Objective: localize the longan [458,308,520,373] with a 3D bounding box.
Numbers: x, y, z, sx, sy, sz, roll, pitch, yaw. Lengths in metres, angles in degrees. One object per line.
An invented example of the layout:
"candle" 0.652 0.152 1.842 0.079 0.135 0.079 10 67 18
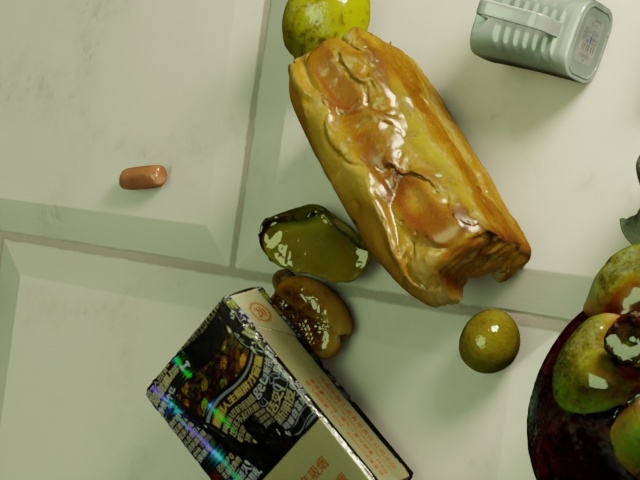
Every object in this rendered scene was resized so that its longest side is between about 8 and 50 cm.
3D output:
"longan" 0.190 0.112 1.361 0.075 0.075 0.083 -63 14 15

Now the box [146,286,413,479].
"box" -0.057 0.237 1.479 0.310 0.084 0.198 50 119 18

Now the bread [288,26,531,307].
"bread" 0.088 -0.080 1.378 0.149 0.195 0.344 -39 61 21

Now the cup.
"cup" 0.234 -0.236 1.321 0.129 0.128 0.095 22 97 34

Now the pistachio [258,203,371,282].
"pistachio" 0.000 0.000 1.524 0.173 0.049 0.089 16 101 31

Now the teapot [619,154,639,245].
"teapot" 0.385 -0.032 1.200 0.166 0.130 0.119 24 119 5

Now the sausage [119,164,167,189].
"sausage" -0.257 -0.091 1.736 0.083 0.034 0.034 -4 83 38

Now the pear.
"pear" 0.005 -0.275 1.512 0.131 0.107 0.107 -49 60 19

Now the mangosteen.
"mangosteen" 0.322 0.163 1.103 0.300 0.300 0.300 -4 83 37

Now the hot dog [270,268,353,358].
"hot dog" -0.019 0.091 1.525 0.140 0.060 0.090 29 102 26
